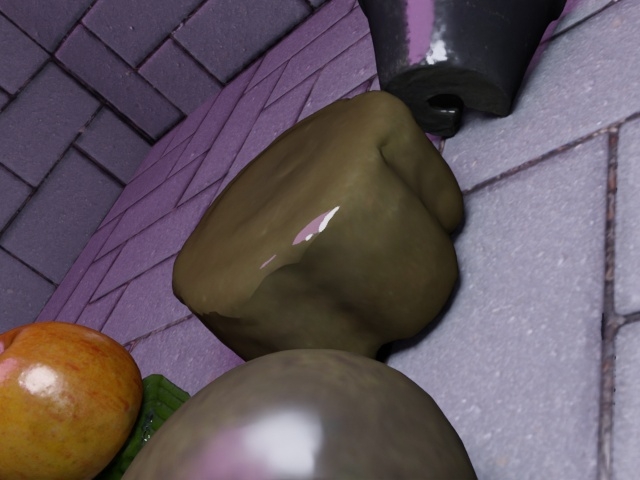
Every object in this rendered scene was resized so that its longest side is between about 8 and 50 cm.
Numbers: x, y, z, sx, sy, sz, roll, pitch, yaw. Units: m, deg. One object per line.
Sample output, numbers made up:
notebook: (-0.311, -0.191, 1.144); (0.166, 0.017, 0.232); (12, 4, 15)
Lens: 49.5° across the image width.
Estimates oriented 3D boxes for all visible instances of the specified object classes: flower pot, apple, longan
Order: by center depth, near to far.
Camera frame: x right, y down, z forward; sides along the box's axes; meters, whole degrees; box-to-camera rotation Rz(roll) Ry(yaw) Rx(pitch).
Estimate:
longan: (-0.023, 0.275, 0.642); (0.361, 0.361, 0.361); (-39, 25, 22)
apple: (-0.469, 0.270, 1.179); (0.299, 0.275, 0.299); (-38, 23, 19)
flower pot: (0.219, -0.346, 1.200); (0.379, 0.379, 0.251); (-14, 58, 53)

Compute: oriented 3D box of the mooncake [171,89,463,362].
mooncake: (0.000, 0.000, 1.075); (0.467, 0.262, 0.467); (-38, 23, 20)

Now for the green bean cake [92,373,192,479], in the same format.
green bean cake: (-0.331, 0.371, 1.258); (0.214, 0.113, 0.200); (-40, 28, 20)
